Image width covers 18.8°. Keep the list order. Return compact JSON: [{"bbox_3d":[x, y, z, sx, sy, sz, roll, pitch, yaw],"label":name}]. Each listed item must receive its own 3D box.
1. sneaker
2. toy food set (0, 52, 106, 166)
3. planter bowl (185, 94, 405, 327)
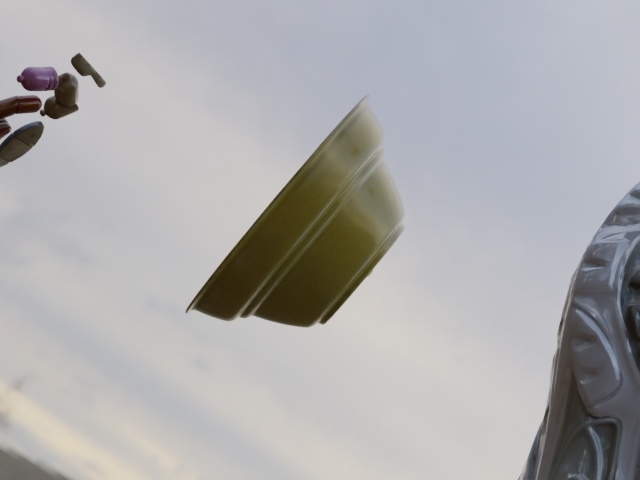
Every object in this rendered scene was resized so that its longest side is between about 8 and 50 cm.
[{"bbox_3d":[0.104,0.075,0.678,0.090,0.232,0.115,25,-21,-2],"label":"sneaker"},{"bbox_3d":[-0.233,-0.107,1.538,0.019,0.122,0.078,54,1,26],"label":"toy food set"},{"bbox_3d":[0.000,0.000,1.465,0.090,0.217,0.217,41,-16,0],"label":"planter bowl"}]
